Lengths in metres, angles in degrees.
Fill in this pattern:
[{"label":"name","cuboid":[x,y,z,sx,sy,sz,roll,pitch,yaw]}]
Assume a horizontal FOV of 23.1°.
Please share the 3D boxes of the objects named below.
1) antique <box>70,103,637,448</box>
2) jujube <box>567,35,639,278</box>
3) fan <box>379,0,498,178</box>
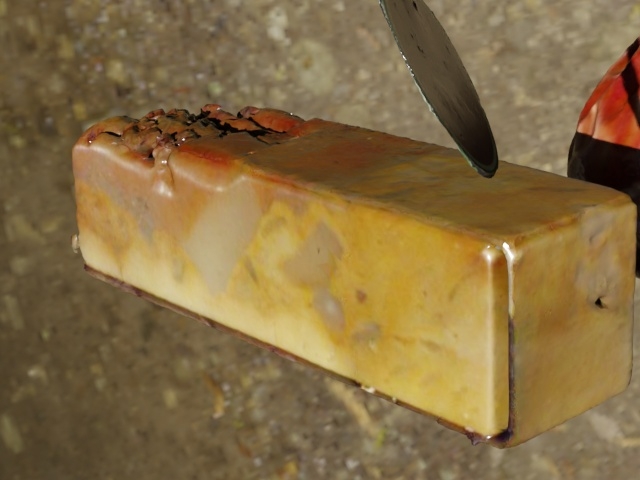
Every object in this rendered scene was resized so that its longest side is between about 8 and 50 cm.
[{"label":"antique","cuboid":[0.000,0.000,0.747,0.310,0.087,0.093,18,119,45]},{"label":"jujube","cuboid":[0.240,-0.075,0.875,0.155,0.230,0.155,35,166,10]},{"label":"fan","cuboid":[0.036,-0.083,0.587,0.005,0.085,0.133,-27,72,19]}]
